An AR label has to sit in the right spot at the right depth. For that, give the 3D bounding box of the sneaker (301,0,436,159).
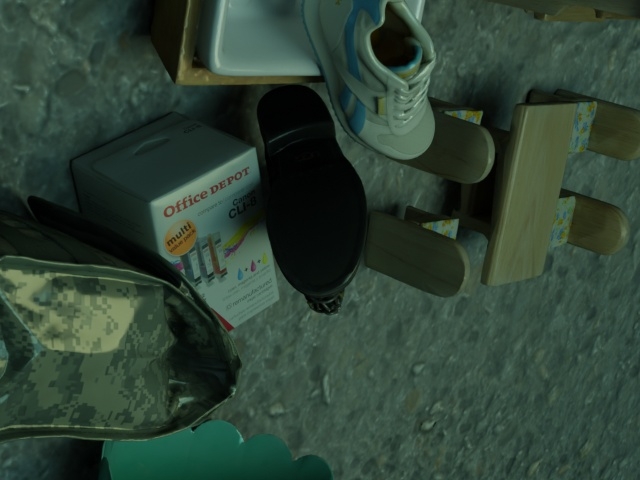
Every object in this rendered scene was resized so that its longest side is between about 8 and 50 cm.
[{"bbox_3d":[0.062,-0.150,1.189,0.087,0.092,0.228,-51,139,-17],"label":"sneaker"}]

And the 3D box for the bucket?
[{"bbox_3d":[-0.110,0.313,1.296,0.281,0.281,0.183,5,107,-48],"label":"bucket"}]

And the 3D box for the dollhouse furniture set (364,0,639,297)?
[{"bbox_3d":[0.287,-0.129,1.483,0.362,0.256,0.394,-9,114,-47],"label":"dollhouse furniture set"}]

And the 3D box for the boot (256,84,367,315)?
[{"bbox_3d":[0.000,0.000,1.252,0.091,0.263,0.229,-9,141,0],"label":"boot"}]

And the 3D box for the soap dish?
[{"bbox_3d":[-0.023,-0.265,1.204,0.291,0.118,0.229,-8,115,-45],"label":"soap dish"}]

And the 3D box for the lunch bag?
[{"bbox_3d":[-0.230,0.059,1.057,0.287,0.235,0.169,9,100,-48],"label":"lunch bag"}]

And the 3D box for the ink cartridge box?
[{"bbox_3d":[-0.134,-0.008,1.209,0.128,0.127,0.176,-31,129,-32],"label":"ink cartridge box"}]
